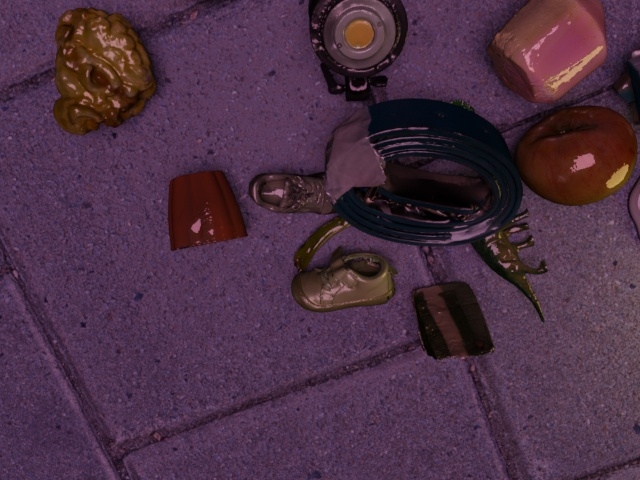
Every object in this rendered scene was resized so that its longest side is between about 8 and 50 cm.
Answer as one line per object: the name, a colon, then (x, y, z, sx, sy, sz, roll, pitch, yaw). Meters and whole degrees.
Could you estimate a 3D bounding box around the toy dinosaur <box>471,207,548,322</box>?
toy dinosaur: (0.387, 0.036, 1.620, 0.301, 0.087, 0.447, -19, 96, 5)

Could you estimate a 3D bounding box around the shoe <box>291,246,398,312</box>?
shoe: (0.058, 0.093, 1.620, 0.262, 0.140, 0.128, 1, 113, -5)

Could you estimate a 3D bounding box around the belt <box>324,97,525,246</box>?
belt: (0.222, -0.149, 1.447, 0.437, 0.173, 0.300, 7, 126, -9)

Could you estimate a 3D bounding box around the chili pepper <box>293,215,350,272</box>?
chili pepper: (0.000, 0.000, 1.639, 0.202, 0.050, 0.052, -42, 63, 12)

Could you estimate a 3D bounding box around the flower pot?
flower pot: (-0.284, -0.073, 1.568, 0.191, 0.190, 0.173, -12, 90, 4)

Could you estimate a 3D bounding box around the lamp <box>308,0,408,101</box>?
lamp: (0.076, -0.488, 1.402, 0.205, 0.272, 0.373, -4, 103, 0)

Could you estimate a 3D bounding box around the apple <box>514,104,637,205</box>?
apple: (0.581, -0.189, 1.485, 0.261, 0.260, 0.194, -32, 117, 8)

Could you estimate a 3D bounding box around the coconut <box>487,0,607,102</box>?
coconut: (0.510, -0.443, 1.437, 0.245, 0.233, 0.233, -40, 100, 3)

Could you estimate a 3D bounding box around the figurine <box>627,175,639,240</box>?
figurine: (0.851, -0.072, 1.557, 0.167, 0.141, 0.249, -14, 103, 3)

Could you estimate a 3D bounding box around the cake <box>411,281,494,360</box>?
cake: (0.314, 0.191, 1.569, 0.158, 0.283, 0.172, -13, 86, 4)

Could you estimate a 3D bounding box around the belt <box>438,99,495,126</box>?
belt: (0.332, -0.283, 1.524, 0.151, 0.121, 0.079, 23, 104, -4)

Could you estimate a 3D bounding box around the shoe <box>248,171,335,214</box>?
shoe: (-0.033, -0.108, 1.560, 0.293, 0.149, 0.109, 3, 102, 1)

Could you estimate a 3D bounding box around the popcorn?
popcorn: (-0.489, -0.379, 1.492, 0.225, 0.173, 0.285, 6, 104, -8)

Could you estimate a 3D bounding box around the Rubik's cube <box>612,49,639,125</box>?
Rubik's cube: (0.788, -0.359, 1.463, 0.224, 0.213, 0.265, -15, 114, 19)
